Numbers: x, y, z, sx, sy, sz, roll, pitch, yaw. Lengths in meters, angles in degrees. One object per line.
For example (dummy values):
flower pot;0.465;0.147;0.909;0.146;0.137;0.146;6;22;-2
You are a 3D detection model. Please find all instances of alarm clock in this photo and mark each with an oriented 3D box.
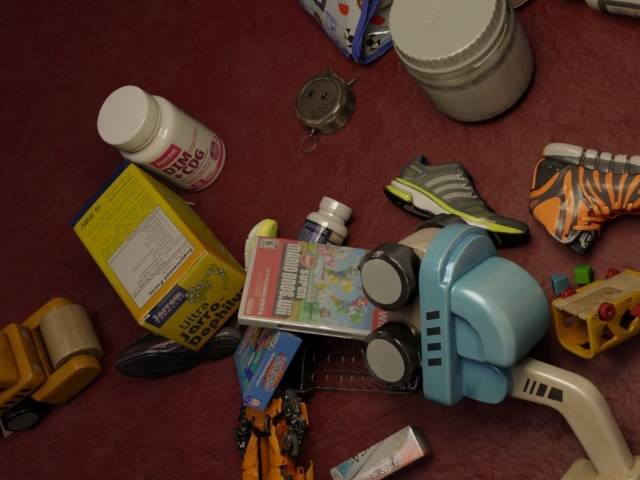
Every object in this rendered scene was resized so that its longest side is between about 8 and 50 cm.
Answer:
alarm clock;0.001;-0.285;1.729;0.129;0.064;0.192;17;86;31

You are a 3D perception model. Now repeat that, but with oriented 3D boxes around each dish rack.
dish rack;0.072;0.198;1.530;0.271;0.074;0.208;-2;74;27

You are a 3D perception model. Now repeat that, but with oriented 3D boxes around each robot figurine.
robot figurine;-0.086;0.428;1.517;0.211;0.085;0.291;-20;64;45

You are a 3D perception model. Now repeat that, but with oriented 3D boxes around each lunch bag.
lunch bag;0.109;-0.617;1.681;0.385;0.239;0.328;-50;58;25

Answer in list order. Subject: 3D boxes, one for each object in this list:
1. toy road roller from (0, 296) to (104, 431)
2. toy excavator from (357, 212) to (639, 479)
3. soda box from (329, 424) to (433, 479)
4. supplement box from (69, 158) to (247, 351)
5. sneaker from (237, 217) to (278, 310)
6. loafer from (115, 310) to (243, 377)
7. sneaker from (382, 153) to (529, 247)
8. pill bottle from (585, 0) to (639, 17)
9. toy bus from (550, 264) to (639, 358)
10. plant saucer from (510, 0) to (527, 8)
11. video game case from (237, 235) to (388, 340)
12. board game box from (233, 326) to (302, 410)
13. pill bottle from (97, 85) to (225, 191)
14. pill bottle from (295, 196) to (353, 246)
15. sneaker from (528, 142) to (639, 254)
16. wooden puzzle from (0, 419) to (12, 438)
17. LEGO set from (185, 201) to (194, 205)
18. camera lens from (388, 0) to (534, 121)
toy road roller;-0.691;0.277;1.803;0.329;0.240;0.202;-37;61;9
toy excavator;0.306;0.196;1.285;0.445;0.222;0.433;11;115;40
soda box;0.112;0.410;1.451;0.183;0.058;0.063;-33;62;14
supplement box;-0.331;0.027;1.646;0.194;0.195;0.356;-47;53;3
sneaker;-0.113;0.057;1.673;0.094;0.081;0.209;12;91;29
loafer;-0.304;0.221;1.718;0.302;0.109;0.095;-17;49;16
sneaker;0.264;-0.082;1.499;0.300;0.111;0.121;27;84;30
pill bottle;0.593;-0.498;1.396;0.361;0.204;0.204;21;85;31
toy bus;0.487;0.120;1.310;0.202;0.191;0.104;-5;110;24
plant saucer;0.381;-0.540;1.624;0.168;0.029;0.168;-8;71;25
video game case;0.000;0.089;1.495;0.285;0.025;0.204;7;49;1
board game box;-0.108;0.213;1.550;0.160;0.047;0.210;-62;18;11
pill bottle;-0.352;-0.225;1.763;0.160;0.283;0.160;-9;71;26
pill bottle;0.000;0.000;1.617;0.094;0.094;0.169;24;87;31
sneaker;0.512;-0.052;1.362;0.321;0.124;0.180;17;87;42
wooden puzzle;-0.759;0.434;1.931;0.116;0.014;0.079;-32;66;16
LEGO set;-0.410;-0.049;1.893;0.244;0.060;0.182;34;104;33
camera lens;0.270;-0.365;1.483;0.219;0.274;0.219;-8;71;25
